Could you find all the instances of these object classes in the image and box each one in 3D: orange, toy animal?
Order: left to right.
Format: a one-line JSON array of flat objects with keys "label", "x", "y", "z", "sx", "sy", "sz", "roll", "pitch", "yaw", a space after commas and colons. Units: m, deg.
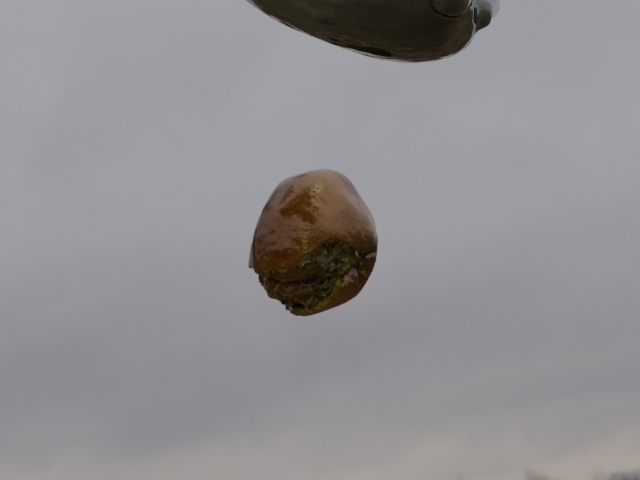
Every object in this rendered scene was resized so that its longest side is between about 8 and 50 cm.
[{"label": "toy animal", "x": -0.029, "y": -0.150, "z": 0.829, "sx": 0.236, "sy": 0.108, "sz": 0.138, "roll": 11, "pitch": 26, "yaw": 4}, {"label": "orange", "x": 0.000, "y": 0.000, "z": 0.981, "sx": 0.062, "sy": 0.086, "sz": 0.086, "roll": 11, "pitch": -5, "yaw": 16}]
